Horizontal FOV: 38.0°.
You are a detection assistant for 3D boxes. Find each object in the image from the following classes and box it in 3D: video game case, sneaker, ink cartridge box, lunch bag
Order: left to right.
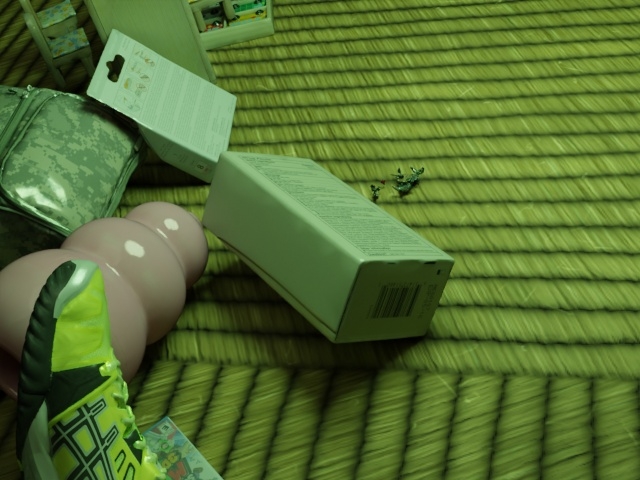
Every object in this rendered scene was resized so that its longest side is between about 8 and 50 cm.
[{"bbox_3d":[-0.417,-0.080,1.383,0.256,0.212,0.305,10,46,4],"label":"lunch bag"},{"bbox_3d":[-0.231,0.211,0.957,0.147,0.145,0.384,0,85,-7],"label":"sneaker"},{"bbox_3d":[-0.178,0.281,1.041,0.119,0.015,0.166,-35,45,-20],"label":"video game case"},{"bbox_3d":[-0.250,-0.212,1.470,0.232,0.066,0.189,24,40,-18],"label":"ink cartridge box"}]

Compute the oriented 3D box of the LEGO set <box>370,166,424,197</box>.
[{"bbox_3d":[0.114,-0.081,1.348,0.083,0.023,0.054,-14,37,23],"label":"LEGO set"}]

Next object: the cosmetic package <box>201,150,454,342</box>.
[{"bbox_3d":[0.000,0.000,1.174,0.160,0.113,0.309,1,25,-39],"label":"cosmetic package"}]

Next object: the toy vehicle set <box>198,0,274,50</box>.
[{"bbox_3d":[-0.224,-0.430,1.821,0.267,0.035,0.166,-12,41,5],"label":"toy vehicle set"}]

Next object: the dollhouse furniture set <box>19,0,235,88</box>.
[{"bbox_3d":[-0.350,-0.445,1.657,0.362,0.256,0.394,-24,44,-8],"label":"dollhouse furniture set"}]

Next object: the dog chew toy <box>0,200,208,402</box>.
[{"bbox_3d":[-0.267,0.066,1.178,0.207,0.206,0.332,16,43,31],"label":"dog chew toy"}]
